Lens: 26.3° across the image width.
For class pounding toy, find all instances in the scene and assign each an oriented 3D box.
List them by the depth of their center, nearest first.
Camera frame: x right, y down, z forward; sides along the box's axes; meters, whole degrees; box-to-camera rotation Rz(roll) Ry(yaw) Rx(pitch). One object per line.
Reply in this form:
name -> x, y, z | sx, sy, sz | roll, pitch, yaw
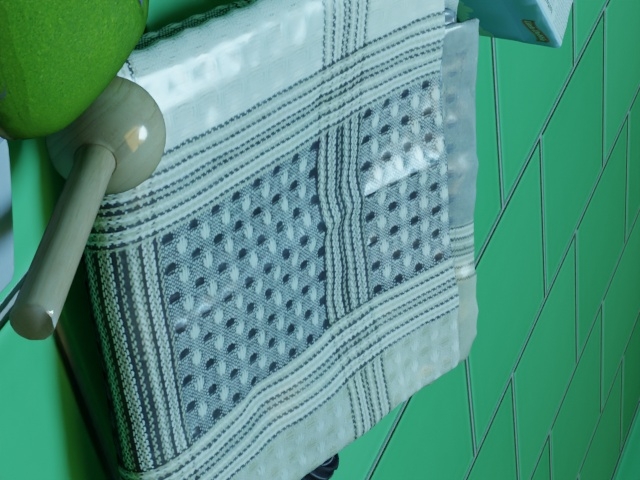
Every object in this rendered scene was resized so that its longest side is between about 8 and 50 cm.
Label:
pounding toy -> -0.069, -0.107, 0.506 | 0.183, 0.110, 0.236 | -99, -177, -64

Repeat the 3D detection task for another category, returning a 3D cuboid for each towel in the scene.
towel -> 0.000, 0.000, 0.784 | 0.324, 0.056, 0.312 | -31, 125, -43

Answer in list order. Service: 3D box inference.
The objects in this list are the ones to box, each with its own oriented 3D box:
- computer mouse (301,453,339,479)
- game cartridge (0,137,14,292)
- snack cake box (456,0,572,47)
computer mouse -> 0.013, 0.023, 0.932 | 0.272, 0.072, 0.188 | -58, 150, -19
game cartridge -> -0.187, -0.062, 0.429 | 0.198, 0.062, 0.297 | -60, 151, -46
snack cake box -> 0.137, -0.266, 1.041 | 0.264, 0.089, 0.152 | 34, 71, -66
